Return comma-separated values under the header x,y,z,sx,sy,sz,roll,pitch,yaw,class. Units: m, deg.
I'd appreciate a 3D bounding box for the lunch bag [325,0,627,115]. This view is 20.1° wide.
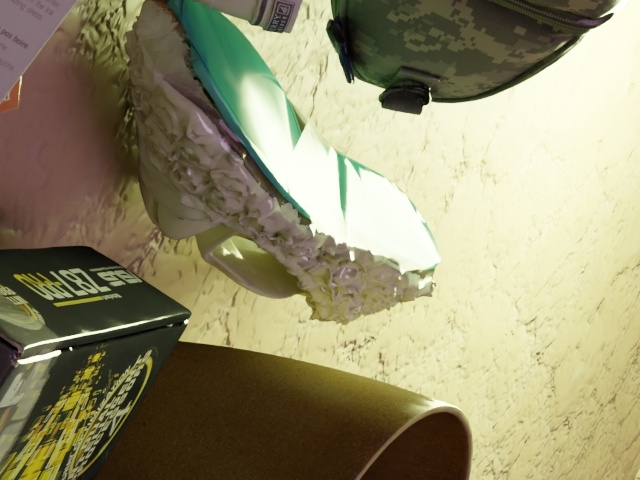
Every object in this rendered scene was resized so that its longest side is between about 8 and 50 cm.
x,y,z,sx,sy,sz,roll,pitch,yaw,class
0.121,-0.262,1.242,0.256,0.213,0.305,124,-16,-60,lunch bag

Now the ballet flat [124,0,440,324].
x,y,z,sx,sy,sz,roll,pitch,yaw,class
-0.046,-0.029,1.285,0.147,0.147,0.409,-61,144,-8,ballet flat

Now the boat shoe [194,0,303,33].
x,y,z,sx,sy,sz,roll,pitch,yaw,class
-0.029,-0.260,1.168,0.096,0.088,0.267,125,-21,-71,boat shoe

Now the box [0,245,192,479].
x,y,z,sx,sy,sz,roll,pitch,yaw,class
-0.244,0.188,1.008,0.395,0.097,0.318,-58,169,6,box

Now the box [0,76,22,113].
x,y,z,sx,sy,sz,roll,pitch,yaw,class
-0.220,-0.144,0.916,0.130,0.091,0.170,-28,135,-51,box

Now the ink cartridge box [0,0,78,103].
x,y,z,sx,sy,sz,roll,pitch,yaw,class
-0.219,-0.108,0.806,0.176,0.069,0.371,33,101,-38,ink cartridge box

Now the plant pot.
x,y,z,sx,sy,sz,roll,pitch,yaw,class
-0.061,0.175,1.297,0.237,0.254,0.237,-43,146,-39,plant pot
